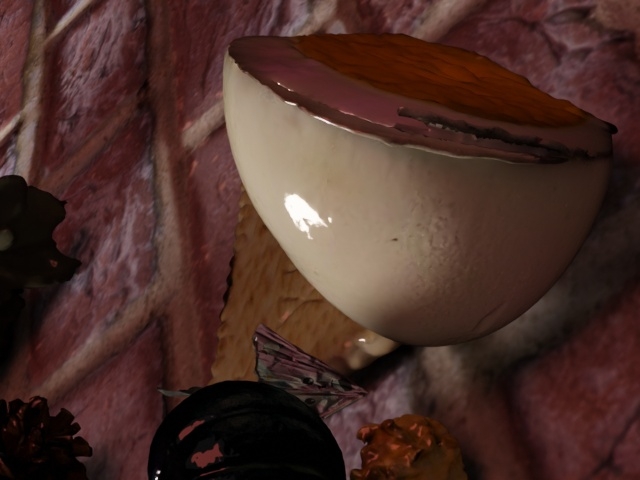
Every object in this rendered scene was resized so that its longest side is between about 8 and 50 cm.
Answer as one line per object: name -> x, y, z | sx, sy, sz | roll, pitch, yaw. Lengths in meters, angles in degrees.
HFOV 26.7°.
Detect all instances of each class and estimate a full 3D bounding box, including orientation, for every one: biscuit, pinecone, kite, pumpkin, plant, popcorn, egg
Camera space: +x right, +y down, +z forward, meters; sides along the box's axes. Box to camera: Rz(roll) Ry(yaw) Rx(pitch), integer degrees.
biscuit -> 0.000, 0.000, 1.108 | 0.217, 0.044, 0.325 | -31, 36, 31
pinecone -> -0.260, 0.192, 1.153 | 0.121, 0.140, 0.140 | -42, 31, 13
kite -> -0.042, 0.109, 0.983 | 0.157, 0.139, 0.011 | -1, 40, 2
pumpkin -> -0.046, 0.185, 0.849 | 0.150, 0.194, 0.194 | 12, 58, 11
plant -> -0.423, 0.043, 1.458 | 0.312, 0.215, 0.213 | -32, 38, 23
popcorn -> 0.053, 0.150, 0.841 | 0.057, 0.083, 0.082 | -5, 78, 49
egg -> 0.049, -0.038, 0.917 | 0.286, 0.264, 0.174 | 40, 120, 49
